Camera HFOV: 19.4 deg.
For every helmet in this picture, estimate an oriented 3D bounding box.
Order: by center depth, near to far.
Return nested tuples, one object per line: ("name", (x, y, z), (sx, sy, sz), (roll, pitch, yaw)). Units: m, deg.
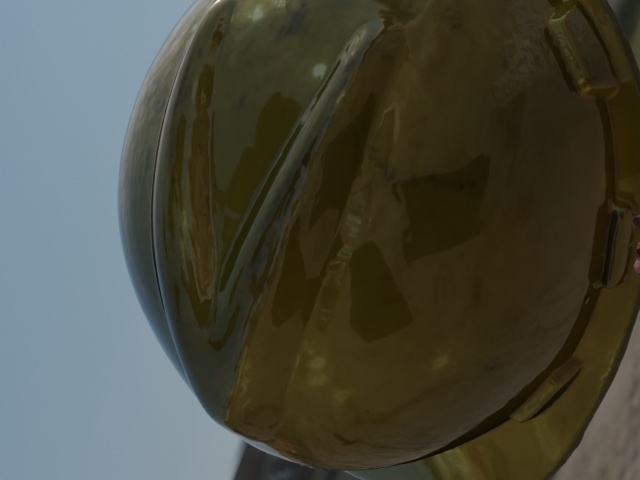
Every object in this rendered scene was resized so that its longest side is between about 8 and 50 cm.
("helmet", (0.000, 0.000, 0.668), (0.140, 0.205, 0.257), (-25, -55, -52))

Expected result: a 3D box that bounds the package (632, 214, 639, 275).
("package", (0.220, 0.050, 0.348), (0.288, 0.223, 0.108), (-18, -15, -23))
